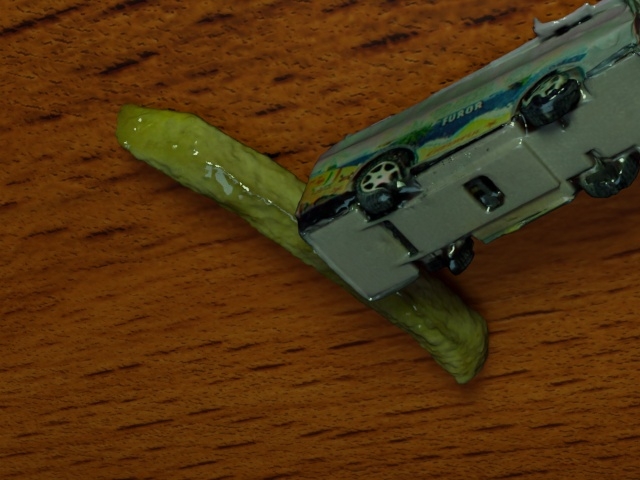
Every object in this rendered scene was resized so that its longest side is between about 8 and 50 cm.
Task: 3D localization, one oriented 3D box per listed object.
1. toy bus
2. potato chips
[{"bbox_3d":[0.135,-0.074,1.052,0.317,0.138,0.112,-26,122,29],"label":"toy bus"},{"bbox_3d":[0.000,0.000,1.182,0.407,0.057,0.080,35,146,-13],"label":"potato chips"}]
